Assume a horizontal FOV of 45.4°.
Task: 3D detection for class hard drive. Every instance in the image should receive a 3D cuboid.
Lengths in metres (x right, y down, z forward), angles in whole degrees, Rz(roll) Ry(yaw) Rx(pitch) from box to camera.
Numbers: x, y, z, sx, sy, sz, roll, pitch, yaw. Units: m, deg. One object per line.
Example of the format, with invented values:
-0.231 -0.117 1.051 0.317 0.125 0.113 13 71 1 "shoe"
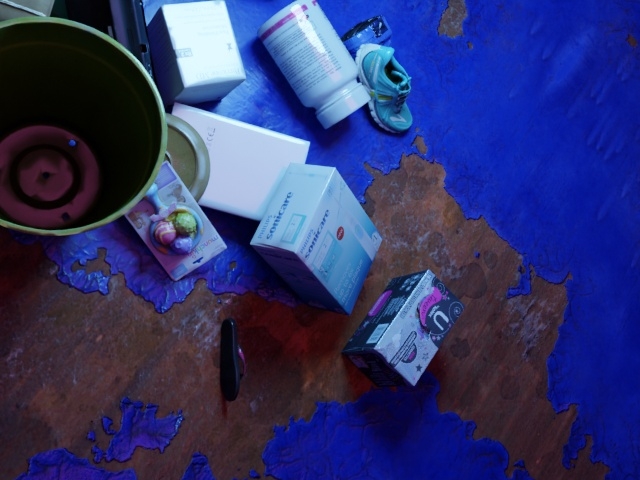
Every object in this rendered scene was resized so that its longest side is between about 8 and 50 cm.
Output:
-0.196 -0.162 1.683 0.308 0.040 0.202 15 86 -13 "hard drive"

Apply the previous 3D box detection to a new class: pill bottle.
-0.011 -0.419 1.820 0.160 0.160 0.283 -38 99 -29 "pill bottle"

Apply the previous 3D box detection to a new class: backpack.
0.116 -0.503 1.941 0.120 0.098 0.101 -39 104 -29 "backpack"

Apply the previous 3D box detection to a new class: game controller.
-0.433 -0.410 1.568 0.067 0.167 0.318 -31 116 -64 "game controller"

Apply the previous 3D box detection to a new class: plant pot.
-0.351 -0.158 1.611 0.237 0.032 0.236 0 88 -9 "plant pot"
-0.494 -0.159 1.386 0.367 0.353 0.366 4 79 -21 "plant pot"

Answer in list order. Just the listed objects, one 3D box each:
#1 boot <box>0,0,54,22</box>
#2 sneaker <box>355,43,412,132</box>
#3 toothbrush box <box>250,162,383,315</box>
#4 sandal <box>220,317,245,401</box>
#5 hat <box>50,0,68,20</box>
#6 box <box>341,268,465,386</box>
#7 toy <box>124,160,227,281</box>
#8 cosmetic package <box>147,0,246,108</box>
-0.678 -0.447 1.492 0.270 0.089 0.236 12 109 -42 "boot"
0.175 -0.371 1.904 0.107 0.110 0.275 -62 141 -26 "sneaker"
0.000 0.000 1.692 0.295 0.126 0.216 52 56 -48 "toothbrush box"
-0.185 0.258 1.657 0.040 0.067 0.179 8 74 -39 "sandal"
-0.482 -0.550 1.663 0.209 0.183 0.172 -5 104 10 "hat"
0.200 0.212 1.816 0.142 0.163 0.247 44 64 -13 "box"
-0.308 -0.031 1.583 0.137 0.056 0.237 -33 114 -3 "toy"
-0.278 -0.406 1.675 0.151 0.151 0.183 -16 89 -29 "cosmetic package"
